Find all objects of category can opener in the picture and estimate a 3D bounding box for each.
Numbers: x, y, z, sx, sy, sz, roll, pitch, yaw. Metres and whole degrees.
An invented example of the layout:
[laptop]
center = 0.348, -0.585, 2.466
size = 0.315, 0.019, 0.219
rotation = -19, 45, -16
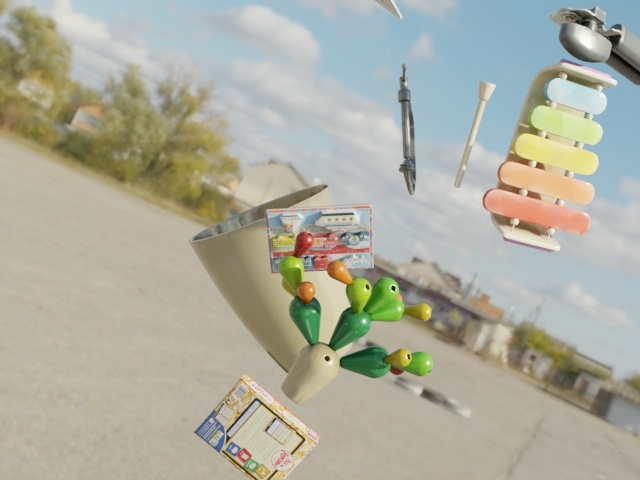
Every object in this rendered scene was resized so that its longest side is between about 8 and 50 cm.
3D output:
[can opener]
center = 0.484, -0.311, 1.681
size = 0.283, 0.095, 0.076
rotation = 22, -14, -39

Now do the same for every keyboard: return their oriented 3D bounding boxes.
[keyboard]
center = 0.082, -0.472, 1.831
size = 0.072, 0.014, 0.256
rotation = 61, -4, -37

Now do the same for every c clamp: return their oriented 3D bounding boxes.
[c clamp]
center = 0.116, -0.145, 1.364
size = 0.022, 0.160, 0.137
rotation = -3, -6, 8

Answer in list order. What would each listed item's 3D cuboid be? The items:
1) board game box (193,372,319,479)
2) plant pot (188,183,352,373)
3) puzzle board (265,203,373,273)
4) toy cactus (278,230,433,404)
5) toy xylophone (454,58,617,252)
[board game box]
center = -0.123, 0.374, 1.927
size = 0.193, 0.146, 0.045
rotation = 41, 10, -1
[plant pot]
center = -0.052, 0.076, 1.696
size = 0.256, 0.257, 0.274
rotation = -161, -131, -79
[puzzle board]
center = 0.000, 0.000, 1.215
size = 0.128, 0.096, 0.011
rotation = -3, 38, 0
[toy cactus]
center = 0.019, 0.106, 1.152
size = 0.219, 0.180, 0.112
rotation = 37, 9, -20
[toy xylophone]
center = 0.359, -0.146, 1.679
size = 0.236, 0.322, 0.081
rotation = 5, 12, -17
